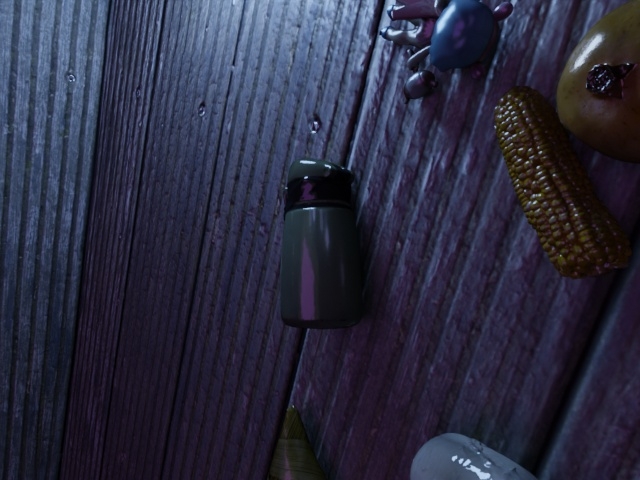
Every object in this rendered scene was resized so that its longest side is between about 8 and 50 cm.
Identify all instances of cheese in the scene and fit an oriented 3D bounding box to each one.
[{"bbox_3d":[0.231,0.386,0.604,0.155,0.198,0.189,-54,32,-13],"label":"cheese"}]

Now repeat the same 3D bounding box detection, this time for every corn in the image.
[{"bbox_3d":[0.324,-0.087,0.568,0.101,0.101,0.292,-29,73,39],"label":"corn"}]

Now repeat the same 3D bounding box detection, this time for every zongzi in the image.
[{"bbox_3d":[-0.006,0.540,0.866,0.285,0.134,0.289,15,93,35],"label":"zongzi"}]

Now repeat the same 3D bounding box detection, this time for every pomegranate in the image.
[{"bbox_3d":[0.378,-0.181,0.461,0.191,0.191,0.192,0,90,43],"label":"pomegranate"}]

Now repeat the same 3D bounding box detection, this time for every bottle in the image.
[{"bbox_3d":[-0.001,-0.001,0.829,0.168,0.168,0.348,-7,81,42],"label":"bottle"}]

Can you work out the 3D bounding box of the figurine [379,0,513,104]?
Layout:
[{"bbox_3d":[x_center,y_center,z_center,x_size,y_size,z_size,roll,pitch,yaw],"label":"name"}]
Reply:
[{"bbox_3d":[0.181,-0.341,0.697,0.260,0.102,0.206,45,118,44],"label":"figurine"}]
